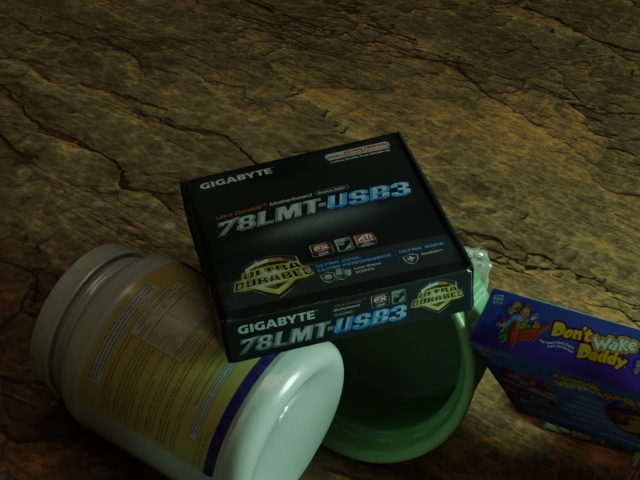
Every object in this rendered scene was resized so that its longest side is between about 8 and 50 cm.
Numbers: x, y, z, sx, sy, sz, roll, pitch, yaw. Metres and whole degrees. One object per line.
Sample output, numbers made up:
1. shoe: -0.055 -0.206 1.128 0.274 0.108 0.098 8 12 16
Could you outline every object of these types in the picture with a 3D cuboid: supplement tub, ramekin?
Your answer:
1. supplement tub: -0.165 0.164 1.684 0.331 0.241 0.241 28 35 21
2. ramekin: 0.081 0.123 1.789 0.303 0.303 0.148 24 27 17

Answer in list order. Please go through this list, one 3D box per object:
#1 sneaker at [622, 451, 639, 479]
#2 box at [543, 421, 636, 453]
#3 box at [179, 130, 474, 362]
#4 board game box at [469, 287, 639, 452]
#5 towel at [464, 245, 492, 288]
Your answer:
1. sneaker: 0.429 0.309 1.752 0.090 0.145 0.270 23 34 16
2. box: 0.401 0.250 1.913 0.169 0.059 0.054 15 34 4
3. box: 0.000 0.000 1.634 0.296 0.073 0.293 -12 40 -7
4. board game box: 0.377 0.183 1.652 0.347 0.233 0.078 16 70 31
5. towel: 0.095 0.078 1.955 0.282 0.187 0.049 6 37 -11
